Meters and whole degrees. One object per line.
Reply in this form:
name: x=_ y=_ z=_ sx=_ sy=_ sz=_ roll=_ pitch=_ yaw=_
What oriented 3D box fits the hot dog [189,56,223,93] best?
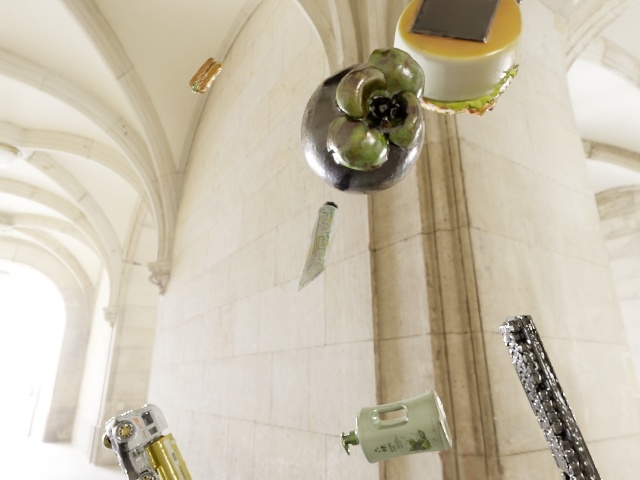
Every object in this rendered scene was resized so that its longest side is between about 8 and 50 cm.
hot dog: x=-0.215 y=-0.309 z=0.785 sx=0.037 sy=0.083 sz=0.021 roll=35 pitch=-14 yaw=-3

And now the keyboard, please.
keyboard: x=0.227 y=0.185 z=0.398 sx=0.023 sy=0.231 sz=0.072 roll=-18 pitch=-15 yaw=3

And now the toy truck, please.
toy truck: x=-0.183 y=0.242 z=0.451 sx=0.063 sy=0.123 sz=0.052 roll=-16 pitch=-18 yaw=-50

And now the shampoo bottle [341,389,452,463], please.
shampoo bottle: x=0.154 y=0.413 z=0.905 sx=0.234 sy=0.118 sz=0.087 roll=-20 pitch=-15 yaw=16

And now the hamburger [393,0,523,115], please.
hamburger: x=0.290 y=-0.409 z=0.903 sx=0.276 sy=0.294 sz=0.179 roll=15 pitch=-19 yaw=16

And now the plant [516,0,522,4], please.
plant: x=0.365 y=-0.604 z=1.020 sx=0.256 sy=0.142 sz=0.164 roll=2 pitch=-60 yaw=10

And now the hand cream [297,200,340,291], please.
hand cream: x=0.000 y=0.000 z=0.688 sx=0.042 sy=0.194 sz=0.067 roll=41 pitch=-54 yaw=-19

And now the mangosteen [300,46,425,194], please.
mangosteen: x=0.073 y=-0.190 z=0.688 sx=0.243 sy=0.243 sz=0.243 roll=0 pitch=-19 yaw=0
